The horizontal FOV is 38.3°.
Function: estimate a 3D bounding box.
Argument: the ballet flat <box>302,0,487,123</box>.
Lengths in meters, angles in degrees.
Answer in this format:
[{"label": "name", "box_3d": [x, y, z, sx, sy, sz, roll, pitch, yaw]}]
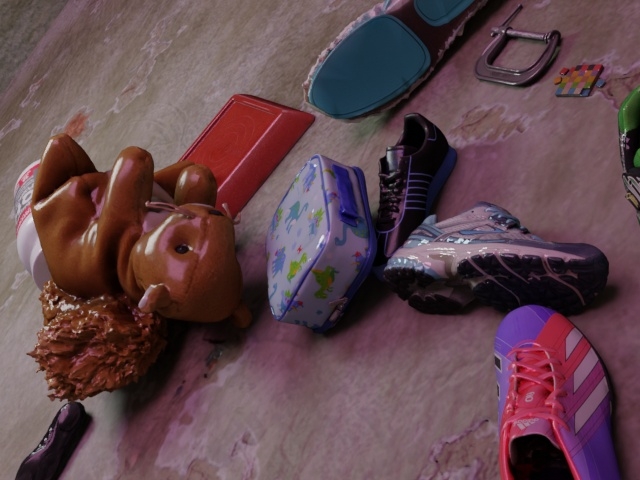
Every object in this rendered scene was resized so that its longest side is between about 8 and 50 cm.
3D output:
[{"label": "ballet flat", "box_3d": [0.146, -0.330, 1.438, 0.409, 0.147, 0.147, -42, 34, 3]}]

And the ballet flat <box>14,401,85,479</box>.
[{"label": "ballet flat", "box_3d": [-0.416, 0.331, 1.432, 0.057, 0.049, 0.173, 28, 73, 10]}]

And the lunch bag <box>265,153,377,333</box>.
[{"label": "lunch bag", "box_3d": [0.000, 0.000, 1.219, 0.176, 0.090, 0.219, -59, 23, 30]}]

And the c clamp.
[{"label": "c clamp", "box_3d": [0.279, -0.276, 1.300, 0.137, 0.022, 0.160, -47, 33, -1]}]

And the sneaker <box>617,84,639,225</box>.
[{"label": "sneaker", "box_3d": [0.342, -0.016, 0.848, 0.134, 0.146, 0.344, -31, 37, 22]}]

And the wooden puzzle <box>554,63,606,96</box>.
[{"label": "wooden puzzle", "box_3d": [0.331, -0.205, 1.182, 0.083, 0.006, 0.049, 10, 63, 52]}]

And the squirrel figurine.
[{"label": "squirrel figurine", "box_3d": [-0.268, 0.064, 1.393, 0.370, 0.281, 0.397, 30, 98, 43]}]

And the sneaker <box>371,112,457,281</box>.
[{"label": "sneaker", "box_3d": [0.104, -0.061, 1.208, 0.081, 0.090, 0.232, -7, 50, 44]}]

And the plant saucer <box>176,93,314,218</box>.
[{"label": "plant saucer", "box_3d": [-0.162, -0.158, 1.645, 0.259, 0.048, 0.258, -51, 34, -7]}]

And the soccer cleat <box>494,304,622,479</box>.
[{"label": "soccer cleat", "box_3d": [0.206, 0.165, 0.836, 0.108, 0.116, 0.318, -29, 37, 24]}]

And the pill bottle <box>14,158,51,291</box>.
[{"label": "pill bottle", "box_3d": [-0.484, -0.022, 1.742, 0.176, 0.176, 0.318, -43, 33, 6]}]

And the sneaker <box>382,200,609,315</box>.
[{"label": "sneaker", "box_3d": [0.194, 0.006, 1.026, 0.283, 0.110, 0.122, 0, 51, 48]}]
